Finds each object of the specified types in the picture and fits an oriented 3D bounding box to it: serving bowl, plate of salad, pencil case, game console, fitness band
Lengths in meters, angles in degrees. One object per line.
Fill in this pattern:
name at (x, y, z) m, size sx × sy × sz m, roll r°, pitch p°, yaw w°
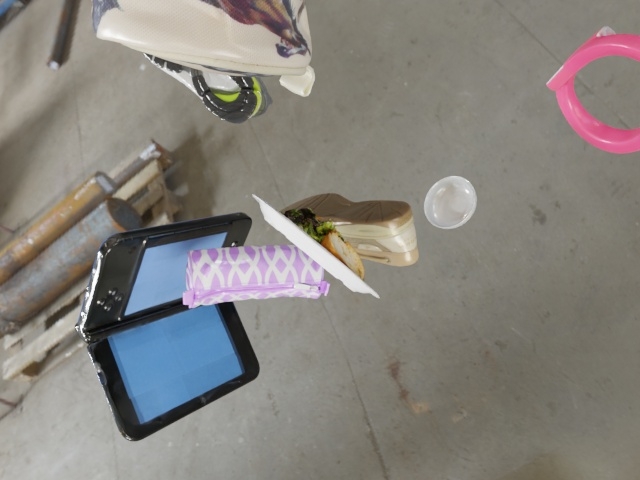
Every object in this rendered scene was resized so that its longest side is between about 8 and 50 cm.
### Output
serving bowl at (0.200, -0.055, 0.866) m, size 0.083 × 0.027 × 0.084 m, roll -16°, pitch 64°, yaw 35°
plate of salad at (0.000, 0.000, 0.698) m, size 0.048 × 0.200 × 0.199 m, roll -52°, pitch 49°, yaw -2°
pencil case at (-0.091, 0.052, 0.813) m, size 0.205 × 0.086 × 0.088 m, roll -3°, pitch 41°, yaw -12°
pencil case at (-0.067, -0.315, 0.390) m, size 0.160 × 0.183 × 0.411 m, roll -142°, pitch 53°, yaw -64°
game console at (-0.196, 0.115, 0.880) m, size 0.173 × 0.293 × 0.250 m, roll 38°, pitch 118°, yaw 23°
fitness band at (0.512, -0.251, 0.982) m, size 0.209 × 0.291 × 0.054 m, roll 42°, pitch 83°, yaw 3°

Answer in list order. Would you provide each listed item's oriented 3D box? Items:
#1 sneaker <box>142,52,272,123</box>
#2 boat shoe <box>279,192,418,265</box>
sneaker at (-0.203, -0.309, 0.992) m, size 0.111 × 0.121 × 0.300 m, roll -45°, pitch 81°, yaw 16°
boat shoe at (0.035, -0.013, 1.075) m, size 0.121 × 0.110 × 0.341 m, roll -35°, pitch 27°, yaw -31°
